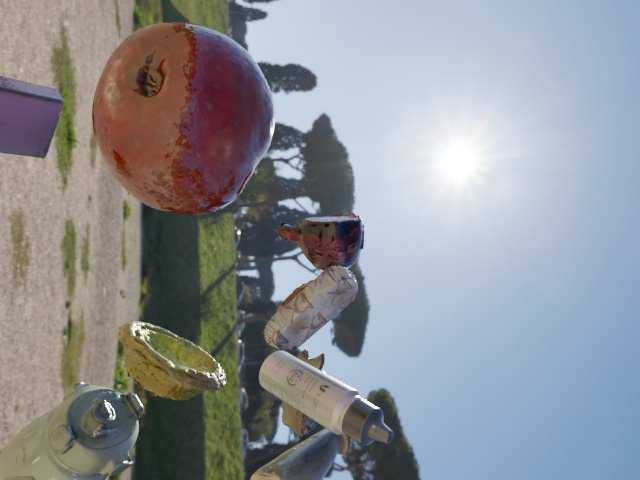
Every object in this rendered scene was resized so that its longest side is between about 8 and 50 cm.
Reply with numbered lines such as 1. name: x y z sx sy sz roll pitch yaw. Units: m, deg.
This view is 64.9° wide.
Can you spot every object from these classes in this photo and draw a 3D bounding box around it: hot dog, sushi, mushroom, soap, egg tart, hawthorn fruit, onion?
1. hot dog: -0.017 0.119 0.873 0.192 0.099 0.053 -43 -143 3
2. sushi: -0.047 0.412 1.343 0.134 0.109 0.273 38 -44 23
3. mushroom: -0.041 0.764 1.724 0.154 0.407 0.137 33 -58 33
4. soap: -0.779 -0.304 1.207 0.081 0.259 0.181 48 -61 29
5. egg tart: -0.443 0.366 1.462 0.132 0.345 0.345 -61 -165 -5
6. hawthorn fruit: -0.197 -0.178 0.758 0.284 0.284 0.284 179 -90 -74
7. onion: 0.000 0.000 1.254 0.195 0.218 0.139 -79 168 -73

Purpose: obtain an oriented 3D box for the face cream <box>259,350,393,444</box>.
1. face cream: 0.011 0.312 0.981 0.311 0.092 0.092 18 -68 41

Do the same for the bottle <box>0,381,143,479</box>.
1. bottle: -0.511 0.428 1.050 0.352 0.229 0.229 -43 -143 19
